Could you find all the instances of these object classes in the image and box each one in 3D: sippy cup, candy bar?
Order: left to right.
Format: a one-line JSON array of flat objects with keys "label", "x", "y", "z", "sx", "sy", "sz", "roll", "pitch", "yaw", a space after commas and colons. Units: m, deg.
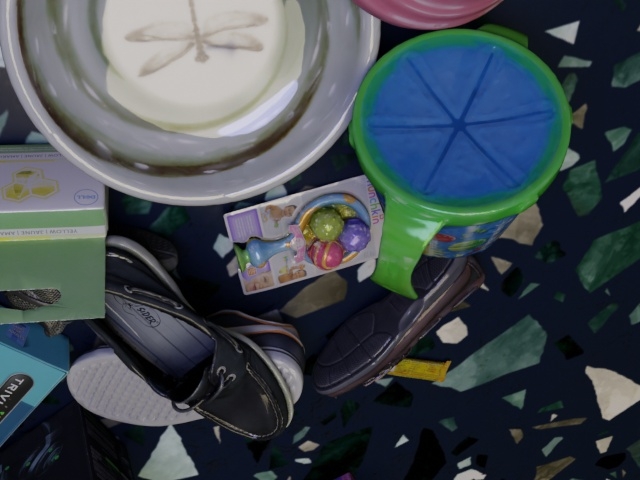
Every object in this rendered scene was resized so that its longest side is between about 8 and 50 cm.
[{"label": "candy bar", "x": 0.131, "y": 0.196, "z": 1.225, "sx": 0.161, "sy": 0.018, "sz": 0.040, "roll": 11, "pitch": 113, "yaw": -19}, {"label": "sippy cup", "x": 0.156, "y": -0.089, "z": 0.927, "sx": 0.305, "sy": 0.240, "sz": 0.224, "roll": -27, "pitch": 158, "yaw": -7}]

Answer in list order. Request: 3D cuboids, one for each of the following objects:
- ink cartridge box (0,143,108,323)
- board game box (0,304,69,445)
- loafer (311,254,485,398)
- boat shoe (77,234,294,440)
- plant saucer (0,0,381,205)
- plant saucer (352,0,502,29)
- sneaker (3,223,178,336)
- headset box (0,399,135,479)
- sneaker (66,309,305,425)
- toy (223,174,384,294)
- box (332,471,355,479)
[{"label": "ink cartridge box", "x": -0.324, "y": -0.016, "z": 0.864, "sx": 0.171, "sy": 0.235, "sz": 0.056, "roll": -2, "pitch": 134, "yaw": -12}, {"label": "board game box", "x": -0.539, "y": 0.160, "z": 0.995, "sx": 0.336, "sy": 0.079, "sz": 0.254, "roll": 35, "pitch": 107, "yaw": -33}, {"label": "loafer", "x": 0.118, "y": 0.129, "z": 1.135, "sx": 0.095, "sy": 0.109, "sz": 0.302, "roll": 36, "pitch": 103, "yaw": -33}, {"label": "boat shoe", "x": -0.161, "y": 0.144, "z": 0.932, "sx": 0.127, "sy": 0.113, "sz": 0.340, "roll": -32, "pitch": 110, "yaw": 15}, {"label": "plant saucer", "x": -0.138, "y": -0.235, "z": 0.860, "sx": 0.400, "sy": 0.100, "sz": 0.400, "roll": -6, "pitch": 121, "yaw": -11}, {"label": "plant saucer", "x": 0.132, "y": -0.382, "z": 0.786, "sx": 0.332, "sy": 0.084, "sz": 0.332, "roll": -10, "pitch": 110, "yaw": -29}, {"label": "sneaker", "x": -0.295, "y": 0.051, "z": 1.000, "sx": 0.227, "sy": 0.087, "sz": 0.130, "roll": -3, "pitch": 122, "yaw": -8}, {"label": "headset box", "x": -0.380, "y": 0.385, "z": 1.053, "sx": 0.246, "sy": 0.283, "sz": 0.131, "roll": -36, "pitch": 121, "yaw": -7}, {"label": "sneaker", "x": -0.178, "y": 0.174, "z": 1.083, "sx": 0.321, "sy": 0.127, "sz": 0.126, "roll": -1, "pitch": 117, "yaw": 5}, {"label": "toy", "x": 0.000, "y": 0.000, "z": 1.057, "sx": 0.237, "sy": 0.056, "sz": 0.137, "roll": -14, "pitch": 123, "yaw": -5}, {"label": "box", "x": -0.013, "y": 0.538, "z": 1.274, "sx": 0.243, "sy": 0.213, "sz": 0.117, "roll": -27, "pitch": 122, "yaw": 3}]
